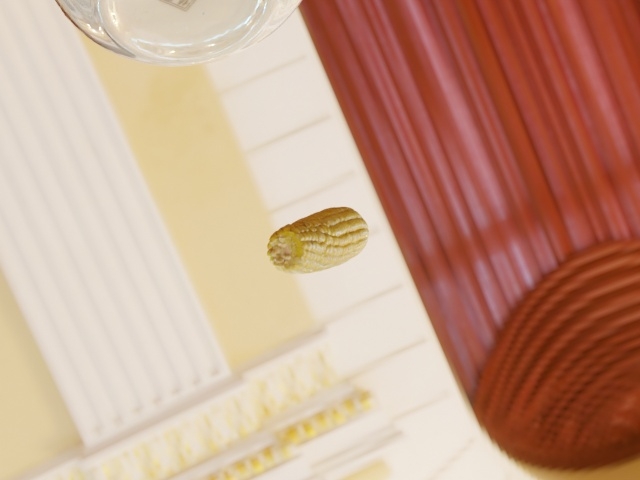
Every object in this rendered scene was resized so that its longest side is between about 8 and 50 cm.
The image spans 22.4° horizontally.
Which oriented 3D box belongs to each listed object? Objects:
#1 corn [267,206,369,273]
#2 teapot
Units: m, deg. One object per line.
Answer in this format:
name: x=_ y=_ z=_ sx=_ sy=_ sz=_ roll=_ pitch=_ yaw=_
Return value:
corn: x=0.000 y=0.000 z=1.796 sx=0.067 sy=0.067 sz=0.206 roll=-19 pitch=179 yaw=23
teapot: x=-0.113 y=-0.229 z=1.194 sx=0.204 sy=0.298 sz=0.139 roll=-34 pitch=-133 yaw=30
